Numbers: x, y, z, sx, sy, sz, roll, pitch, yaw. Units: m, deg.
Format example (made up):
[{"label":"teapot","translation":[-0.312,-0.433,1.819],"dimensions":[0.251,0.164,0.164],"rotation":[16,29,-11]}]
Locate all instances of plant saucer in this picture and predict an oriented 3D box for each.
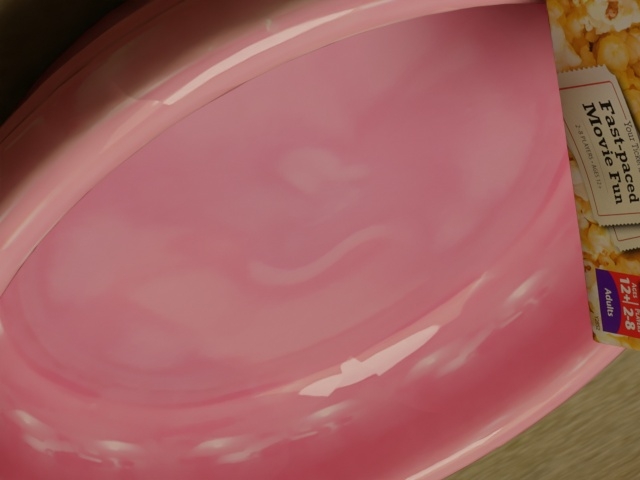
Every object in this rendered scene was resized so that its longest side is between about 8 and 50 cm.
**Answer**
[{"label":"plant saucer","translation":[0.000,0.000,0.595],"dimensions":[0.332,0.084,0.332],"rotation":[-20,146,-14]}]

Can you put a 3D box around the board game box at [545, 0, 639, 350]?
[{"label":"board game box","translation":[0.130,-0.081,0.482],"dimensions":[0.146,0.045,0.194],"rotation":[-28,115,-37]}]
